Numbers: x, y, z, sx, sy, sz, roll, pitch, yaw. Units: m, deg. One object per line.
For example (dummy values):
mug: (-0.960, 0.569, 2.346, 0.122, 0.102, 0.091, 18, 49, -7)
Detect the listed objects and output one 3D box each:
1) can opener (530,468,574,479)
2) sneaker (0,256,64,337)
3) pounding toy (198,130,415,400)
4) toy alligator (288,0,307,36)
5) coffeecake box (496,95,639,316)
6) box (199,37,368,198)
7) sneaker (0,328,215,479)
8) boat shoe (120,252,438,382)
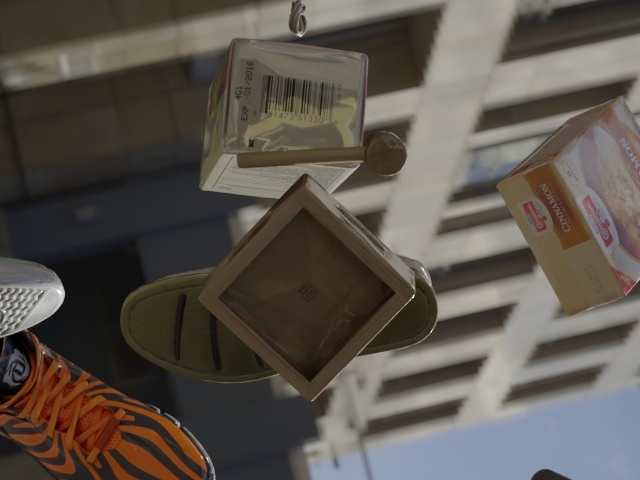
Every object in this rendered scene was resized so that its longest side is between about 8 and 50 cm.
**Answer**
can opener: (0.296, 0.292, 1.697, 0.074, 0.280, 0.093, -51, -165, 39)
sneaker: (-0.332, -0.001, 1.502, 0.094, 0.256, 0.151, 112, -26, -51)
pounding toy: (-0.003, -0.010, 1.563, 0.181, 0.206, 0.094, 43, 9, -6)
toy alligator: (-0.018, -0.250, 1.574, 0.056, 0.051, 0.190, 58, 42, -55)
coffeecake box: (0.259, -0.035, 1.790, 0.142, 0.068, 0.185, 60, 37, -8)
box: (-0.043, -0.126, 2.060, 0.232, 0.148, 0.127, 142, -47, -78)
sneaker: (-0.256, 0.164, 1.819, 0.321, 0.125, 0.180, 26, -15, 19)
boat shoe: (-0.042, 0.065, 1.849, 0.103, 0.302, 0.113, -104, -167, -69)
